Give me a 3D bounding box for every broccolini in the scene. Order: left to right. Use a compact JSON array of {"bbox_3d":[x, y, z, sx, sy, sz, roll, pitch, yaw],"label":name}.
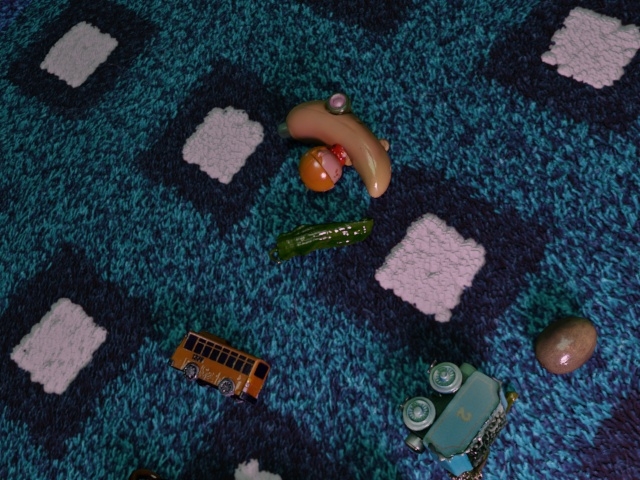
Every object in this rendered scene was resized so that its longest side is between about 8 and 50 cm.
[{"bbox_3d":[0.325,0.383,1.242,0.067,0.058,0.216,31,77,25],"label":"broccolini"}]

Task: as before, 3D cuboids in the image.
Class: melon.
[{"bbox_3d":[0.481,0.203,1.257,0.130,0.098,0.098,-40,63,-7],"label":"melon"}]

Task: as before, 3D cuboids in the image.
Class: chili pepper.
[{"bbox_3d":[0.000,-0.004,1.482,0.257,0.100,0.074,-10,82,3],"label":"chili pepper"}]

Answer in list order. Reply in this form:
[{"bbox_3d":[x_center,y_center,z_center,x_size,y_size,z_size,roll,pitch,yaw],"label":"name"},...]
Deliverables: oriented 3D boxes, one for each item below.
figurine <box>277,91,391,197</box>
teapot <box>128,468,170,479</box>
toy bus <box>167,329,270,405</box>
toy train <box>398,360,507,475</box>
[{"bbox_3d":[0.033,-0.214,1.550,0.222,0.124,0.324,-39,67,-4],"label":"figurine"},{"bbox_3d":[-0.318,0.562,1.312,0.252,0.135,0.178,41,112,44],"label":"teapot"},{"bbox_3d":[-0.224,0.276,1.415,0.201,0.098,0.114,18,72,21],"label":"toy bus"},{"bbox_3d":[0.259,0.335,1.229,0.163,0.112,0.203,28,71,40],"label":"toy train"}]
